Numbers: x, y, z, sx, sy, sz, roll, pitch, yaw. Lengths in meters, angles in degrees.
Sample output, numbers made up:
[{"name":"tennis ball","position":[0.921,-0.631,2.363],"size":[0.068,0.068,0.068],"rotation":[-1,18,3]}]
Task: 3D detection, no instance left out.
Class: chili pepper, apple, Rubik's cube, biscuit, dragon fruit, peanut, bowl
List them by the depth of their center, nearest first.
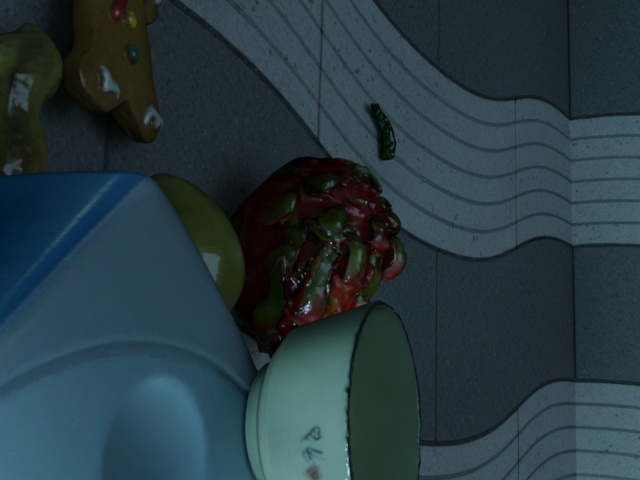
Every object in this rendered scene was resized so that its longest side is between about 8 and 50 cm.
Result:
[{"name":"Rubik's cube","position":[-0.271,0.170,0.776],"size":[0.351,0.348,0.352],"rotation":[-56,135,-51]},{"name":"bowl","position":[0.009,0.158,0.836],"size":[0.211,0.112,0.211],"rotation":[-4,90,-68]},{"name":"peanut","position":[-0.320,-0.125,0.995],"size":[0.098,0.103,0.229],"rotation":[11,72,-16]},{"name":"apple","position":[-0.182,0.026,1.127],"size":[0.200,0.200,0.200],"rotation":[14,74,-59]},{"name":"biscuit","position":[-0.244,-0.297,1.155],"size":[0.216,0.047,0.339],"rotation":[35,49,-68]},{"name":"dragon fruit","position":[-0.013,0.027,1.372],"size":[0.231,0.237,0.302],"rotation":[39,72,-39]},{"name":"chili pepper","position":[0.121,-0.209,1.830],"size":[0.055,0.035,0.117],"rotation":[-70,150,-64]}]
